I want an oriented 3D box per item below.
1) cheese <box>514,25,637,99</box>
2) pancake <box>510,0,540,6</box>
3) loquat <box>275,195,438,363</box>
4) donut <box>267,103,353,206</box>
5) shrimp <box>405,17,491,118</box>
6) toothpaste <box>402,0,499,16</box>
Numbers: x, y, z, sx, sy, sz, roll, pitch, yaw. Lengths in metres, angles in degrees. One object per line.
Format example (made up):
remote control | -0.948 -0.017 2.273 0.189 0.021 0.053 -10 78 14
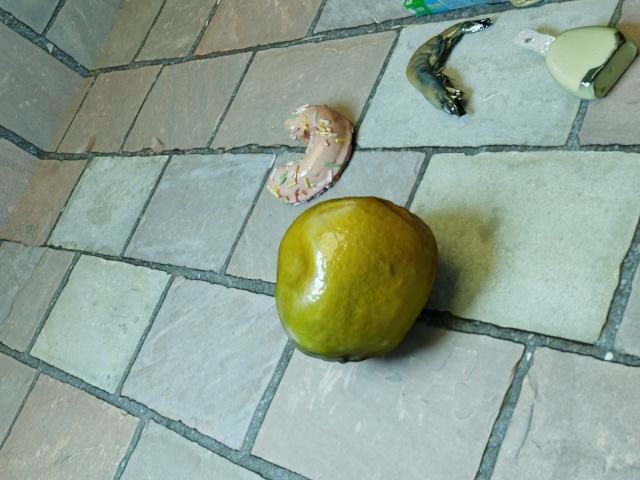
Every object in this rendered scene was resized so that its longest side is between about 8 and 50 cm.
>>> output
cheese | 0.422 -0.327 1.508 0.127 0.054 0.251 -52 37 4
pancake | 0.423 -0.512 1.669 0.158 0.028 0.158 -26 48 34
loquat | 0.061 0.064 1.445 0.276 0.276 0.283 2 81 48
donut | -0.023 -0.192 1.861 0.199 0.085 0.232 -12 56 40
shrimp | 0.268 -0.347 1.691 0.198 0.051 0.262 -43 36 15
toothpaste | 0.280 -0.512 1.784 0.267 0.050 0.065 8 75 54
